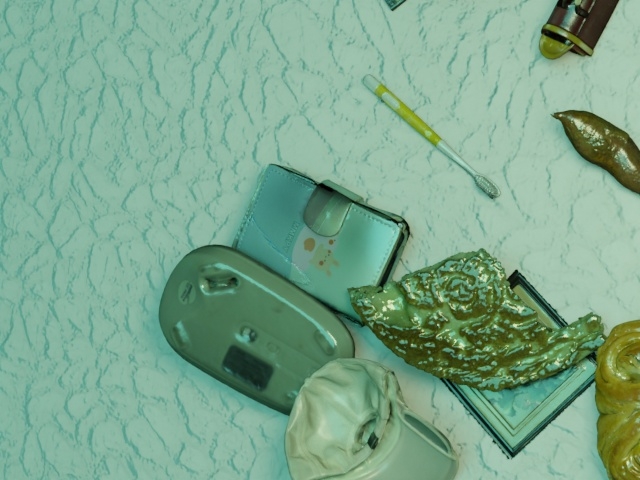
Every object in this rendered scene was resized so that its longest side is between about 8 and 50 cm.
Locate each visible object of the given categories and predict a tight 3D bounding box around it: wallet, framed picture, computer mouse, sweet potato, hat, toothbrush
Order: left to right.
[{"bbox_3d":[-0.098,0.138,1.943,0.331,0.095,0.197,32,107,14],"label":"computer mouse"},{"bbox_3d":[0.000,0.000,1.925,0.250,0.075,0.176,28,99,23],"label":"wallet"},{"bbox_3d":[0.081,0.290,1.835,0.219,0.226,0.164,-48,28,12],"label":"hat"},{"bbox_3d":[0.162,-0.159,1.898,0.288,0.024,0.021,44,104,22],"label":"toothbrush"},{"bbox_3d":[0.275,0.178,1.815,0.199,0.010,0.195,-46,68,13],"label":"framed picture"},{"bbox_3d":[0.417,-0.117,1.765,0.226,0.068,0.068,39,100,5],"label":"sweet potato"}]

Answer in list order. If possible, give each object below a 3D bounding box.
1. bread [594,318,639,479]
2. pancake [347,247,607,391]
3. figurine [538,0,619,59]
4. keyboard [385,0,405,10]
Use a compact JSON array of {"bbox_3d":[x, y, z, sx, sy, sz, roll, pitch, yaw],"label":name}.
[{"bbox_3d":[0.461,0.219,1.668,0.198,0.120,0.236,-3,83,25],"label":"bread"},{"bbox_3d":[0.215,0.105,1.792,0.376,0.054,0.197,14,102,13],"label":"pancake"},{"bbox_3d":[0.361,-0.325,1.790,0.082,0.098,0.154,29,93,20],"label":"figurine"},{"bbox_3d":[0.087,-0.440,1.972,0.055,0.014,0.176,-35,72,13],"label":"keyboard"}]
